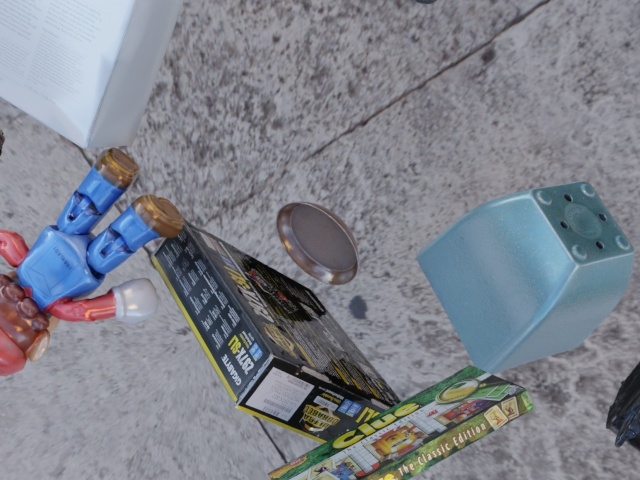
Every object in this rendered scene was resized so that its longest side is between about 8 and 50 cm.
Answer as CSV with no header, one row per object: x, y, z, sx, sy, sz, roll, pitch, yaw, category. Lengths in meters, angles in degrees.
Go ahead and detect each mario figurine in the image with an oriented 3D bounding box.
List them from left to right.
-0.321,0.035,1.028,0.320,0.170,0.198,-41,52,7,mario figurine

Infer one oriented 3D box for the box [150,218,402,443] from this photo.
-0.052,0.121,1.046,0.257,0.322,0.079,30,101,-39,box

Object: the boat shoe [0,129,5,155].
-0.488,-0.135,1.182,0.073,0.207,0.073,30,81,-22,boat shoe

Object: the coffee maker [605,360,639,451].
0.335,0.173,0.685,0.178,0.120,0.171,37,49,14,coffee maker

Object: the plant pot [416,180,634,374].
0.360,0.038,1.380,0.247,0.252,0.247,-10,62,-32,plant pot

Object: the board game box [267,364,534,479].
0.076,0.208,0.857,0.259,0.136,0.030,-26,95,-12,board game box

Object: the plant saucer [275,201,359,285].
0.000,0.000,1.387,0.168,0.168,0.029,46,56,-1,plant saucer

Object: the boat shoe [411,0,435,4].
0.107,-0.308,0.698,0.080,0.076,0.228,0,125,-33,boat shoe

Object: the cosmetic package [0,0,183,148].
-0.338,-0.318,0.974,0.377,0.097,0.284,31,112,17,cosmetic package
